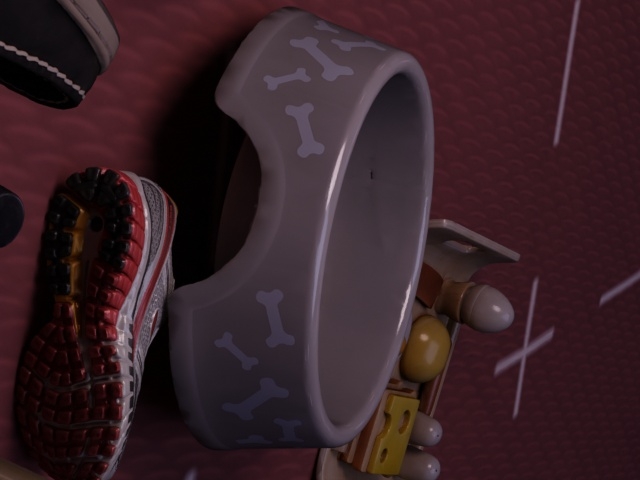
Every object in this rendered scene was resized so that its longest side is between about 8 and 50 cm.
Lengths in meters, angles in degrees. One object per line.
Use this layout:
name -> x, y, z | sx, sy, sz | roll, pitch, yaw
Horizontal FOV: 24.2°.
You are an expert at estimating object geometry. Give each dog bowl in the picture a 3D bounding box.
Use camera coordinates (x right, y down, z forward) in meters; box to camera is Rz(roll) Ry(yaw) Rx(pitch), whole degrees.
dog bowl -> 0.000, 0.000, 1.153 | 0.349, 0.102, 0.348 | 10, 90, -74

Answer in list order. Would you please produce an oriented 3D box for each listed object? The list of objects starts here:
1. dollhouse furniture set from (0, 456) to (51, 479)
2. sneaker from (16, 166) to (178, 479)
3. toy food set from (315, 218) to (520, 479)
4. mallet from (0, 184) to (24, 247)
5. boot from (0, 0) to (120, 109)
dollhouse furniture set -> -0.235, 0.191, 0.886 | 0.151, 0.144, 0.123 | 28, 84, -76
sneaker -> -0.140, 0.064, 1.023 | 0.093, 0.088, 0.225 | 1, 103, -62
toy food set -> 0.111, 0.140, 1.506 | 0.220, 0.092, 0.306 | 20, 86, -62
mallet -> -0.259, 0.018, 0.849 | 0.190, 0.062, 0.039 | -36, 134, -29
boot -> -0.268, -0.059, 0.675 | 0.377, 0.138, 0.284 | 31, 75, -57
